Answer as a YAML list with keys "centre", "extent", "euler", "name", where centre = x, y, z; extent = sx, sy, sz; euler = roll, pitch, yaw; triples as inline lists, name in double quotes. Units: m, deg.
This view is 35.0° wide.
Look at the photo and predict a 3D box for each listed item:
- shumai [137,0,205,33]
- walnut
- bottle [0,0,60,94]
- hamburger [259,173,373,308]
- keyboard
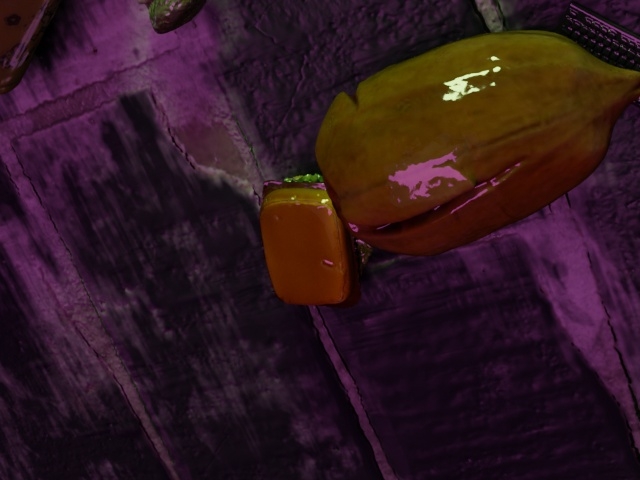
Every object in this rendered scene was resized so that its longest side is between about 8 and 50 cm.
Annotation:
- centre: [-0.171, -0.281, 1.128]
  extent: [0.083, 0.082, 0.080]
  euler: [-42, 94, 8]
  name: "shumai"
- centre: [0.155, -0.104, 1.014]
  extent: [0.336, 0.209, 0.209]
  euler: [-19, 106, 18]
  name: "walnut"
- centre: [-0.340, -0.336, 1.112]
  extent: [0.171, 0.171, 0.351]
  euler: [40, 120, -1]
  name: "bottle"
- centre: [0.000, 0.000, 1.184]
  extent: [0.137, 0.087, 0.166]
  euler: [6, 117, 18]
  name: "hamburger"
- centre: [0.327, -0.166, 1.019]
  extent: [0.202, 0.011, 0.067]
  euler: [30, 122, 6]
  name: "keyboard"
